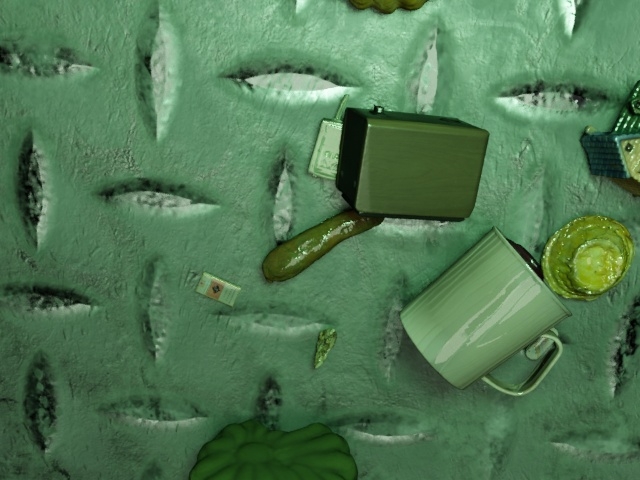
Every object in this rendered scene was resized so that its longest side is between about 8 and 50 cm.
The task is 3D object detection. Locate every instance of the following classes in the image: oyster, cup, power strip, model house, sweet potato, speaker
[{"bbox_3d":[0.002,0.221,1.495,0.038,0.080,0.083,33,71,13],"label":"oyster"},{"bbox_3d":[0.337,0.150,1.411,0.273,0.208,0.288,-41,127,12],"label":"cup"},{"bbox_3d":[0.030,-0.195,1.371,0.075,0.042,0.175,15,107,-3],"label":"power strip"},{"bbox_3d":[0.589,-0.190,1.317,0.172,0.166,0.182,29,94,-5],"label":"model house"},{"bbox_3d":[0.000,0.000,1.424,0.273,0.075,0.075,-30,105,5],"label":"sweet potato"},{"bbox_3d":[0.162,-0.143,1.309,0.231,0.153,0.192,3,108,-15],"label":"speaker"}]

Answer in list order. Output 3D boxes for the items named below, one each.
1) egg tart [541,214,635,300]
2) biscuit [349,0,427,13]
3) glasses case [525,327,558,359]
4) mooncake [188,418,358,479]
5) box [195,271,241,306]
[{"bbox_3d":[0.541,0.040,1.434,0.191,0.074,0.191,0,105,0],"label":"egg tart"},{"bbox_3d":[0.132,-0.536,1.199,0.326,0.107,0.325,-4,123,-6],"label":"biscuit"},{"bbox_3d":[0.468,0.217,1.515,0.032,0.021,0.083,35,105,-8],"label":"glasses case"},{"bbox_3d":[-0.097,0.514,1.463,0.352,0.351,0.187,1,119,0],"label":"mooncake"},{"bbox_3d":[-0.211,0.101,1.483,0.083,0.012,0.046,24,108,-9],"label":"box"}]
